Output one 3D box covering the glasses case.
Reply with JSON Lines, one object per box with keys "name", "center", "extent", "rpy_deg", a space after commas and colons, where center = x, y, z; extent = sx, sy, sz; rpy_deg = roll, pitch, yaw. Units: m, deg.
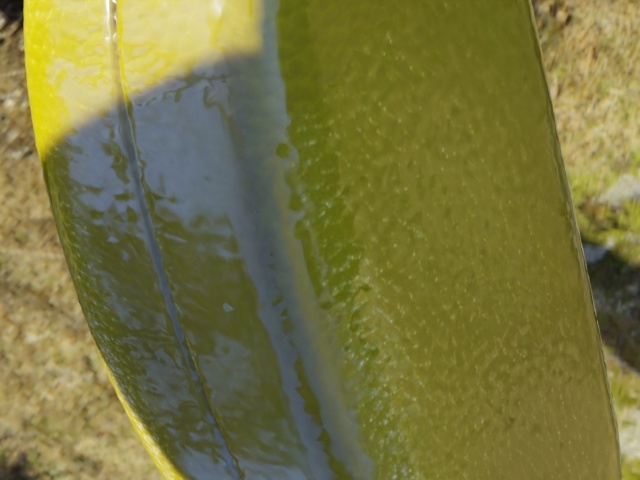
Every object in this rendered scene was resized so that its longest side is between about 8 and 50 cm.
{"name": "glasses case", "center": [0.000, 0.000, 0.489], "extent": [0.141, 0.173, 0.371], "rpy_deg": [4, 121, 40]}
